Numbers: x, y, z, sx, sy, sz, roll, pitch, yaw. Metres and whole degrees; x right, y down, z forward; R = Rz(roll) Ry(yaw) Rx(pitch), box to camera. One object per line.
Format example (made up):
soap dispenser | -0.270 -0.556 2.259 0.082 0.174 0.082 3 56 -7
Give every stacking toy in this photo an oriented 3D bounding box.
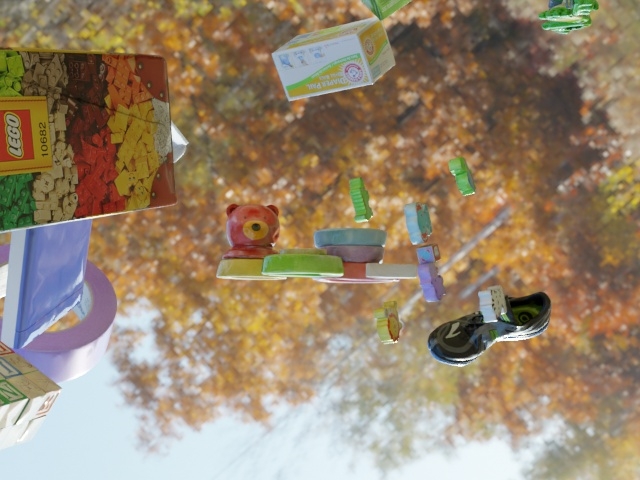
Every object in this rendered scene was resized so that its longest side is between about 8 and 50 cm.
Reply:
stacking toy | 0.000 0.000 1.794 0.309 0.130 0.279 3 175 -22
stacking toy | 0.131 0.014 1.364 0.052 0.167 0.221 -21 -83 -61

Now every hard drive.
hard drive | -0.410 -0.017 1.643 0.040 0.319 0.210 17 -158 10

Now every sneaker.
sneaker | 0.226 0.109 1.427 0.078 0.188 0.067 95 153 -52

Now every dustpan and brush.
dustpan and brush | -0.354 -0.142 2.018 0.147 0.211 0.060 57 -172 -70

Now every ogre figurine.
ogre figurine | 0.299 -0.315 1.272 0.197 0.097 0.118 -5 -83 -64

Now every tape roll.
tape roll | -0.507 0.126 1.904 0.275 0.090 0.275 15 -144 -11

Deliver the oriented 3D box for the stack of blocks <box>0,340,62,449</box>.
stack of blocks | -0.471 0.186 1.307 0.171 0.087 0.297 35 -171 13

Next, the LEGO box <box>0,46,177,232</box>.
LEGO box | -0.485 -0.116 1.295 0.372 0.500 0.193 -15 -77 -59

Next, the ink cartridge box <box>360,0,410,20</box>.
ink cartridge box | 0.110 -0.575 2.067 0.255 0.189 0.097 51 173 32

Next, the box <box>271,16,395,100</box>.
box | 0.026 -0.358 2.106 0.114 0.203 0.103 -47 -57 -50
